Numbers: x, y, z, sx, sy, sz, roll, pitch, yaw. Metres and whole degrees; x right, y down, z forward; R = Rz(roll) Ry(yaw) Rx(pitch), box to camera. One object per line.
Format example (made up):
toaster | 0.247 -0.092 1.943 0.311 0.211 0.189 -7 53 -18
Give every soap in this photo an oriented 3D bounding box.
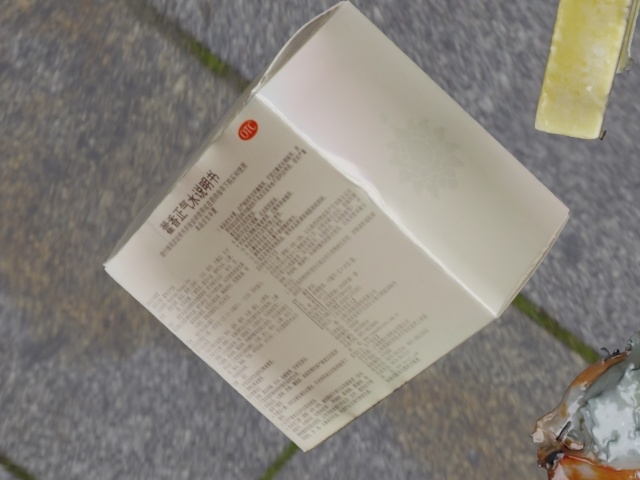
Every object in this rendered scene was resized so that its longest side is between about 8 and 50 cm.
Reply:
soap | 0.143 -0.173 0.717 0.037 0.092 0.252 15 124 11

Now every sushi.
sushi | 0.245 0.099 1.034 0.226 0.103 0.097 -11 69 -1

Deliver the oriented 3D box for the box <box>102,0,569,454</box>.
box | 0.000 0.000 0.873 0.168 0.095 0.212 41 142 -5
